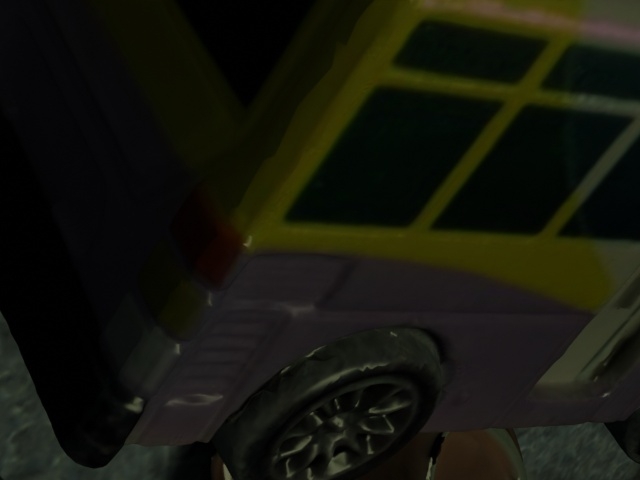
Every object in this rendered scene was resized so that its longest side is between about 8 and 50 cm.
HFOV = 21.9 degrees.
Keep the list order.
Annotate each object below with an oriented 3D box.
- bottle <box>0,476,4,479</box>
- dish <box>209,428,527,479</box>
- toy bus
[{"bbox_3d":[-0.257,0.185,0.609,0.330,0.093,0.093,-24,133,-33],"label":"bottle"},{"bbox_3d":[0.036,0.144,0.849,0.213,0.090,0.213,-17,114,-43],"label":"dish"},{"bbox_3d":[0.099,-0.064,0.630,0.440,0.209,0.249,4,134,-40],"label":"toy bus"}]
